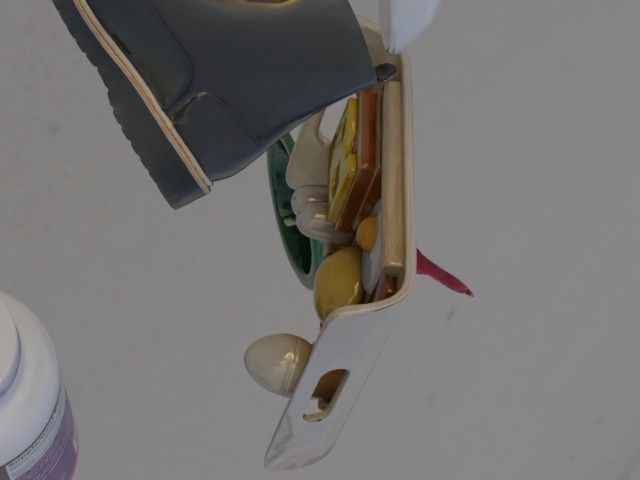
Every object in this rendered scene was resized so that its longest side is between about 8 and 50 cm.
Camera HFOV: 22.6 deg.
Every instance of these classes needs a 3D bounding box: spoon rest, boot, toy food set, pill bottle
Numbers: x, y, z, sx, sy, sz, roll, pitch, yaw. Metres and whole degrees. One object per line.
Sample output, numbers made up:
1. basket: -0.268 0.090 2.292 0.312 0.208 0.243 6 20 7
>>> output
1. spoon rest: 0.045 -0.259 1.040 0.137 0.084 0.276 -97 -172 -75
2. boot: -0.062 -0.131 0.793 0.137 0.077 0.198 -29 117 -1
3. toy food set: 0.000 0.000 1.260 0.220 0.092 0.306 112 -16 -50
4. pill bottle: -0.328 0.157 1.502 0.181 0.181 0.323 -52 166 -22

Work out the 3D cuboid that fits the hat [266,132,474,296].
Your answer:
1. hat: 0.055 -0.046 1.655 0.183 0.173 0.208 -14 146 -12
